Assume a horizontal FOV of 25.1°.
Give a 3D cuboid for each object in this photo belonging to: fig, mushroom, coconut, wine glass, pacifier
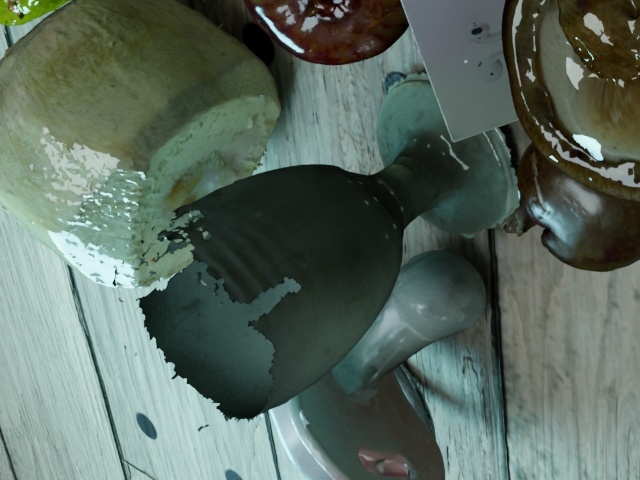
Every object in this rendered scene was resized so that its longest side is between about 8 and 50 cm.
[{"bbox_3d":[0.011,-0.251,1.241,0.175,0.207,0.175,2,118,3],"label":"fig"},{"bbox_3d":[0.216,-0.034,1.210,0.170,0.080,0.135,-28,86,54],"label":"mushroom"},{"bbox_3d":[0.244,-0.140,1.014,0.253,0.153,0.253,31,137,34],"label":"mushroom"},{"bbox_3d":[-0.210,-0.119,1.492,0.254,0.297,0.297,36,142,24],"label":"coconut"},{"bbox_3d":[0.005,0.002,1.259,0.190,0.357,0.190,35,143,33],"label":"wine glass"},{"bbox_3d":[0.039,0.124,1.446,0.273,0.220,0.332,109,143,-50],"label":"pacifier"}]

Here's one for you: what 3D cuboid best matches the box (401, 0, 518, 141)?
[{"bbox_3d":[0.144,-0.164,1.148,0.051,0.129,0.130,-84,-26,-70],"label":"box"}]

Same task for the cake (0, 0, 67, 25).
[{"bbox_3d":[-0.351,-0.371,1.577,0.179,0.156,0.260,-29,93,51],"label":"cake"}]
